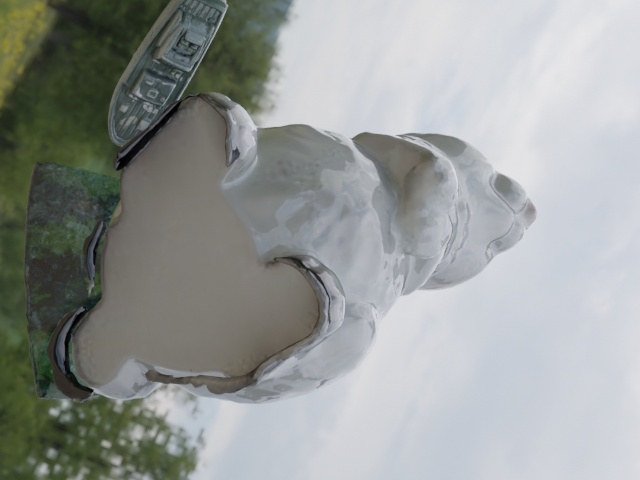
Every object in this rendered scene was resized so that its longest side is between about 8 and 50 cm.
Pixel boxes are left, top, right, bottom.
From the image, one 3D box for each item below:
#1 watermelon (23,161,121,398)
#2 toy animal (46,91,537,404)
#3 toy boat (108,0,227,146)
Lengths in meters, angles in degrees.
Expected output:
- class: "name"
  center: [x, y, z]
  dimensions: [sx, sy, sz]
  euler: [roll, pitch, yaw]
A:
- class: "watermelon"
  center: [-0.241, 0.031, 1.579]
  dimensions: [0.292, 0.283, 0.250]
  euler: [-140, -125, -60]
- class: "toy animal"
  center: [0.000, 0.000, 0.904]
  dimensions: [0.258, 0.193, 0.357]
  euler: [-22, 175, 30]
- class: "toy boat"
  center: [-0.198, -0.206, 1.565]
  dimensions: [0.260, 0.078, 0.085]
  euler: [-50, -152, 38]
